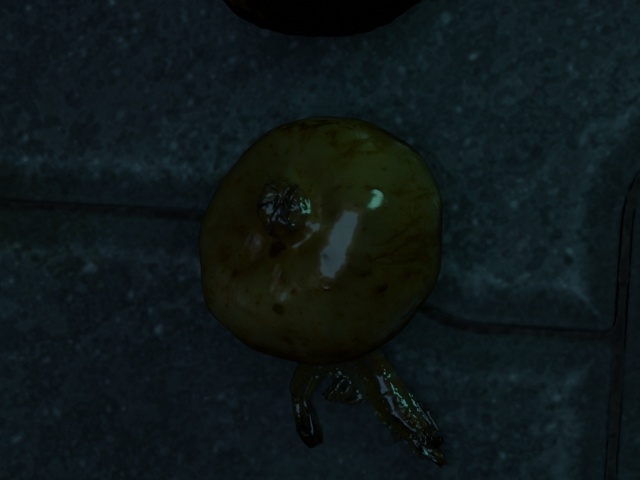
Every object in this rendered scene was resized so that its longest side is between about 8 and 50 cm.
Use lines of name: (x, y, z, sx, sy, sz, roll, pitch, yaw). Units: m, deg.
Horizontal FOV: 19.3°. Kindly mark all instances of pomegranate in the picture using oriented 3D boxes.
pomegranate: (0.000, 0.000, 1.768, 0.248, 0.248, 0.248, 0, 90, 12)

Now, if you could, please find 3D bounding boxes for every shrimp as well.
shrimp: (0.039, 0.177, 1.861, 0.124, 0.034, 0.178, -41, 81, 12)

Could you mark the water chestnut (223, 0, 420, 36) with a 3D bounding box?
water chestnut: (0.018, -0.323, 1.745, 0.289, 0.244, 0.289, 0, 113, 1)
